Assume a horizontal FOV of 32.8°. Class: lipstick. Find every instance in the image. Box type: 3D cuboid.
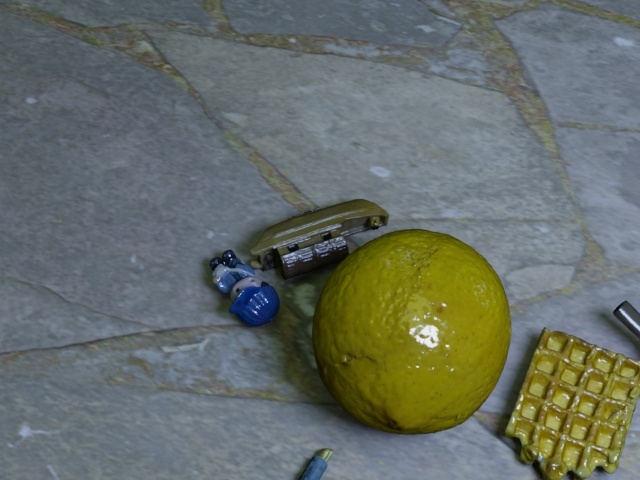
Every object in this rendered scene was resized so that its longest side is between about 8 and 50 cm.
[{"bbox_3d":[-0.017,0.327,1.479,0.037,0.037,0.116,24,58,18],"label":"lipstick"}]

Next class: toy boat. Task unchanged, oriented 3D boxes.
[{"bbox_3d":[0.000,0.000,1.674,0.225,0.068,0.088,-17,62,-11],"label":"toy boat"}]

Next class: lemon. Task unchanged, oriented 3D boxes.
[{"bbox_3d":[0.122,0.123,1.464,0.292,0.293,0.293,-2,57,3],"label":"lemon"}]

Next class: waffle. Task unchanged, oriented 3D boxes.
[{"bbox_3d":[0.349,0.240,1.496,0.160,0.055,0.211,18,59,14],"label":"waffle"}]

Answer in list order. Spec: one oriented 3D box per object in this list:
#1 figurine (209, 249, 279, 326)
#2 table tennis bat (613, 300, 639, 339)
[{"bbox_3d":[-0.116,0.077,1.637,0.077,0.079,0.136,-32,37,-12],"label":"figurine"},{"bbox_3d":[0.501,0.175,1.510,0.234,0.022,0.131,46,62,7],"label":"table tennis bat"}]
